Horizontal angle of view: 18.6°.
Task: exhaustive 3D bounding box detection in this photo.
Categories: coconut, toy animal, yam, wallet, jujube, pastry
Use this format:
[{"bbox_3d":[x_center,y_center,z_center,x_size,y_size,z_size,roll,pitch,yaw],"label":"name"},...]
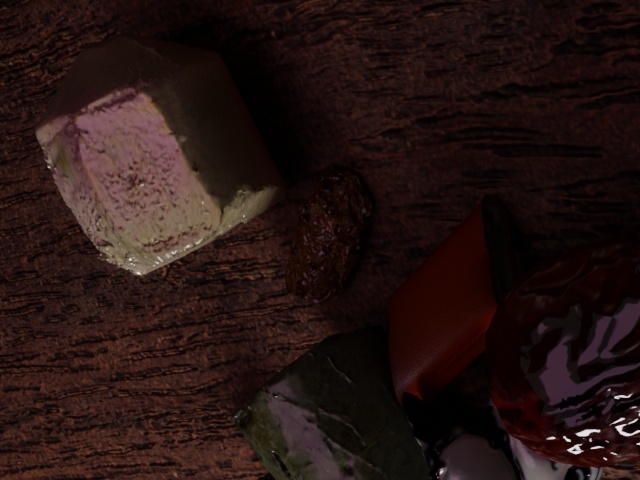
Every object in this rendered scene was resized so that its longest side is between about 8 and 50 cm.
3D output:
[{"bbox_3d":[-0.179,-0.103,2.070,0.233,0.233,0.245,-27,93,50],"label":"coconut"},{"bbox_3d":[0.188,0.202,1.915,0.179,0.138,0.166,-19,100,4],"label":"toy animal"},{"bbox_3d":[0.067,0.249,2.055,0.300,0.195,0.195,54,139,8],"label":"yam"},{"bbox_3d":[0.133,0.065,1.953,0.204,0.045,0.142,-49,38,47],"label":"wallet"},{"bbox_3d":[0.303,0.078,1.723,0.342,0.216,0.216,-24,94,44],"label":"jujube"},{"bbox_3d":[0.002,0.001,2.072,0.087,0.063,0.169,38,136,27],"label":"pastry"}]

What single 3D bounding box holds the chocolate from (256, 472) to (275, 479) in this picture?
[{"bbox_3d":[0.020,0.403,2.256,0.321,0.112,0.112,54,147,12],"label":"chocolate"}]
